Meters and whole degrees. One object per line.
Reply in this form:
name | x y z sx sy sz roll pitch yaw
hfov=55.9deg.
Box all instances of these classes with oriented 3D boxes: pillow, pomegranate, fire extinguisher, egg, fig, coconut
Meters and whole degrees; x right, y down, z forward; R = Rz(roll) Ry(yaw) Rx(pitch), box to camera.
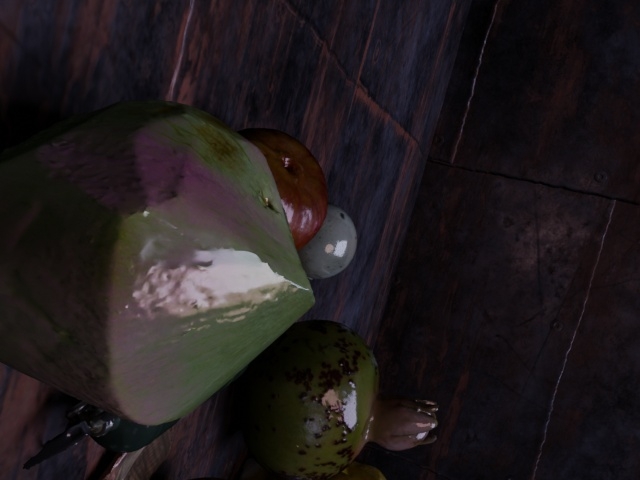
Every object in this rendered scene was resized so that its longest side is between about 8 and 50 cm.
pillow | -0.228 0.285 0.682 0.135 0.034 0.211 91 20 -46
pomegranate | 0.036 0.287 1.049 0.285 0.340 0.285 13 90 -78
fire extinguisher | -0.172 0.149 0.627 0.118 0.093 0.294 -34 175 18
egg | 0.000 0.000 1.028 0.164 0.131 0.132 -18 124 -81
fig | -0.075 -0.051 0.694 0.149 0.148 0.202 -37 -166 -19
coconut | -0.113 0.009 0.405 0.236 0.235 0.205 46 58 -74

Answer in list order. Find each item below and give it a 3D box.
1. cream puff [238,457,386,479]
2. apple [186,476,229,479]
cream puff | -0.021 0.568 1.125 0.275 0.378 0.379 89 22 -68
apple | -0.148 0.399 0.742 0.230 0.229 0.230 17 90 -76
